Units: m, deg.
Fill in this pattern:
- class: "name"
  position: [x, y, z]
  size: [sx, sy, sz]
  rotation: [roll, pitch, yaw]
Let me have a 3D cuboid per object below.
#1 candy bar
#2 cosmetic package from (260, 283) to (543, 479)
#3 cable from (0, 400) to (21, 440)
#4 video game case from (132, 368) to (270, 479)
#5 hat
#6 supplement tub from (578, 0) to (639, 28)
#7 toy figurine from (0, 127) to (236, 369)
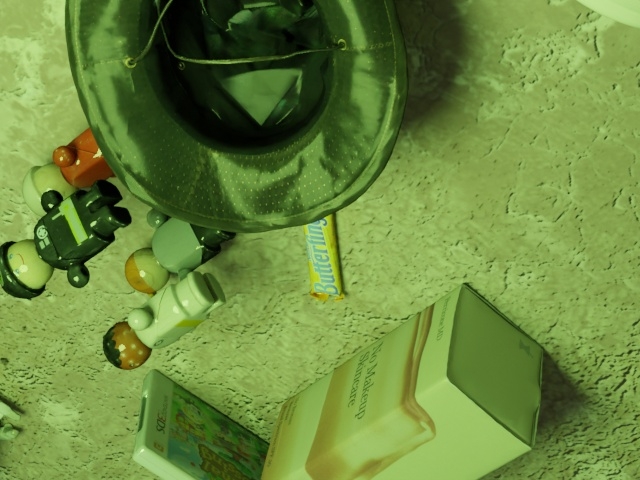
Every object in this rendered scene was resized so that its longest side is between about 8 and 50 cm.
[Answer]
- class: "candy bar"
  position: [0.000, 0.000, 1.525]
  size: [0.040, 0.018, 0.161]
  rotation: [3, 128, 13]
- class: "cosmetic package"
  position: [0.083, 0.195, 1.577]
  size: [0.129, 0.153, 0.296]
  rotation: [40, 126, -19]
- class: "cable"
  position: [-0.523, 0.227, 1.782]
  size: [0.257, 0.089, 0.257]
  rotation: [37, 133, -28]
- class: "video game case"
  position: [-0.111, 0.245, 1.647]
  size: [0.212, 0.193, 0.023]
  rotation: [36, 105, -15]
- class: "hat"
  position: [-0.067, -0.178, 1.322]
  size: [0.331, 0.134, 0.331]
  rotation: [3, 111, 9]
- class: "supplement tub"
  position: [0.275, -0.308, 1.085]
  size: [0.191, 0.191, 0.272]
  rotation: [26, 130, -7]
- class: "toy figurine"
  position: [-0.200, 0.007, 1.458]
  size: [0.148, 0.213, 0.209]
  rotation: [-34, 119, 21]
